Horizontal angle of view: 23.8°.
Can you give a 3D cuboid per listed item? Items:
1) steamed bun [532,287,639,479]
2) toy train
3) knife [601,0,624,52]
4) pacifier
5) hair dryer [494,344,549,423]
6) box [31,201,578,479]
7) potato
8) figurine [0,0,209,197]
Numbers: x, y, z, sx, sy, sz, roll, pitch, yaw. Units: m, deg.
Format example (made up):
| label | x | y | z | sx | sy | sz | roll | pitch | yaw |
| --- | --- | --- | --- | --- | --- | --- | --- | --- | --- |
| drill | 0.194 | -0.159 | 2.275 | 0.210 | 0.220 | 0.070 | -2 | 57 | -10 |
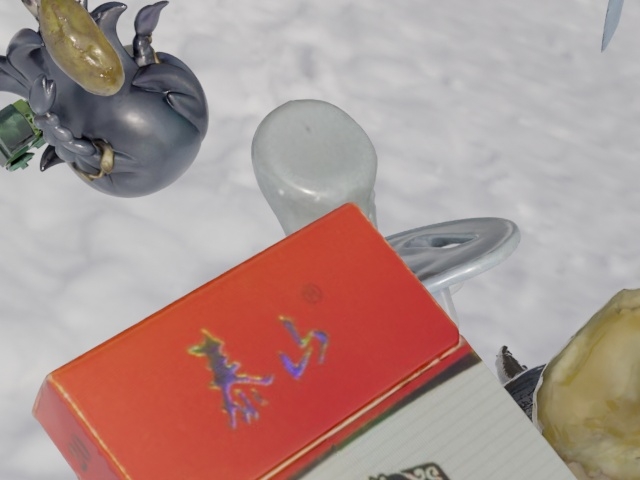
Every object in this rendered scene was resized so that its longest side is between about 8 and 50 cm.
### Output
| label | x | y | z | sx | sy | sz | roll | pitch | yaw |
| --- | --- | --- | --- | --- | --- | --- | --- | --- | --- |
| steamed bun | 0.351 | 0.108 | 0.933 | 0.428 | 0.247 | 0.189 | 3 | -24 | 36 |
| toy train | -0.394 | -0.176 | 2.150 | 0.083 | 0.200 | 0.132 | 50 | -26 | -6 |
| knife | 0.310 | -0.262 | 1.572 | 0.019 | 0.044 | 0.313 | 32 | -10 | 14 |
| pacifier | 0.000 | 0.000 | 1.111 | 0.279 | 0.207 | 0.227 | -26 | 16 | -29 |
| hair dryer | 0.236 | 0.136 | 1.609 | 0.195 | 0.075 | 0.219 | -27 | 15 | -4 |
| box | 0.033 | 0.112 | 0.481 | 0.139 | 0.035 | 0.245 | -29 | 76 | -34 |
| potato | -0.183 | -0.147 | 1.143 | 0.092 | 0.045 | 0.046 | 57 | 37 | -15 |
| figurine | -0.241 | -0.161 | 1.622 | 0.265 | 0.197 | 0.175 | 27 | -14 | -25 |
